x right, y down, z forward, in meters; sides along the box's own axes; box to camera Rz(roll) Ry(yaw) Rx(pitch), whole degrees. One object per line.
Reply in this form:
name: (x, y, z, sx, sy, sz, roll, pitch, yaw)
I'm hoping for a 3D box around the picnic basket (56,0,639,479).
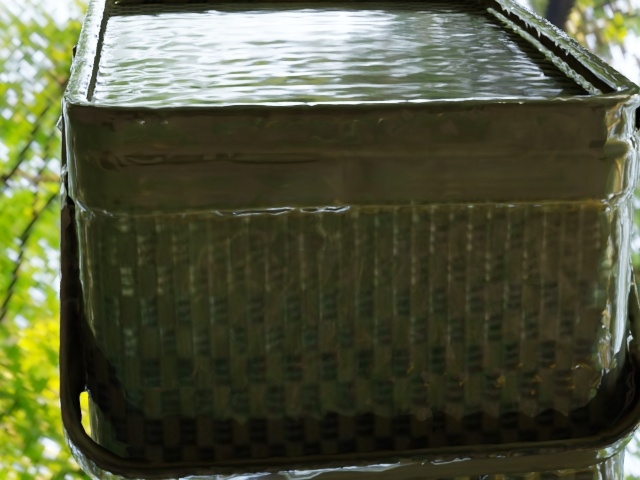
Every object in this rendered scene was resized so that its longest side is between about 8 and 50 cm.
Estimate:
picnic basket: (0.000, 0.000, 0.548, 0.165, 0.266, 0.139, -2, -74, -5)
